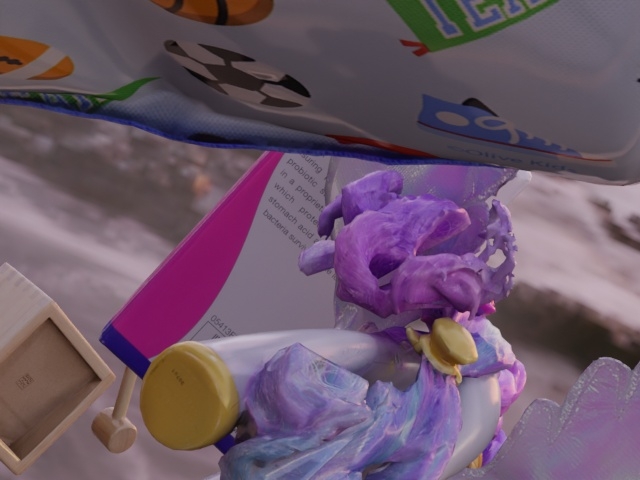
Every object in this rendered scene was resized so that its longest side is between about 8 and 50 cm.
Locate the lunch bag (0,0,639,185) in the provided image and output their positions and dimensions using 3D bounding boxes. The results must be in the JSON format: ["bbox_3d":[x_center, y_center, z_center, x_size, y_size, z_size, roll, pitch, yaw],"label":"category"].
[{"bbox_3d":[-0.031,-0.178,0.490,0.327,0.385,0.239,7,48,8],"label":"lunch bag"}]

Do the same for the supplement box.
[{"bbox_3d":[0.000,0.000,1.004,0.111,0.220,0.114,43,12,-4],"label":"supplement box"}]

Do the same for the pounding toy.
[{"bbox_3d":[-0.246,0.118,1.689,0.094,0.181,0.206,33,-18,42],"label":"pounding toy"}]

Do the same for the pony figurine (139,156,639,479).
[{"bbox_3d":[0.038,0.077,0.849,0.303,0.351,0.363,52,34,13],"label":"pony figurine"}]
